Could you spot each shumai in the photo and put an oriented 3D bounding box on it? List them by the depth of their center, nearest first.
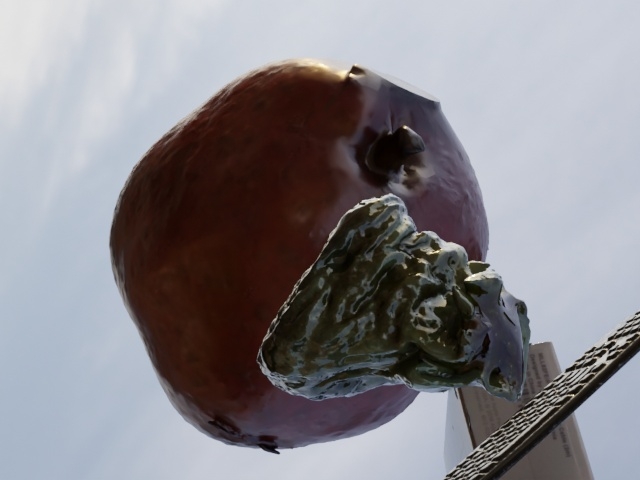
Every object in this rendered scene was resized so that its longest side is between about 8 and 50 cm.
[{"bbox_3d":[0.031,0.031,0.622,0.082,0.080,0.083,-58,172,26],"label":"shumai"}]

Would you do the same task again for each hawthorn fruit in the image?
[{"bbox_3d":[0.000,0.000,0.906,0.202,0.185,0.185,-48,-144,48],"label":"hawthorn fruit"}]

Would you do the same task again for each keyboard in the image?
[{"bbox_3d":[0.143,0.161,1.429,0.381,0.041,0.103,-45,-174,-26],"label":"keyboard"}]

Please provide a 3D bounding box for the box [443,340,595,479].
[{"bbox_3d":[0.178,0.234,1.683,0.252,0.106,0.203,87,-11,-63],"label":"box"}]
